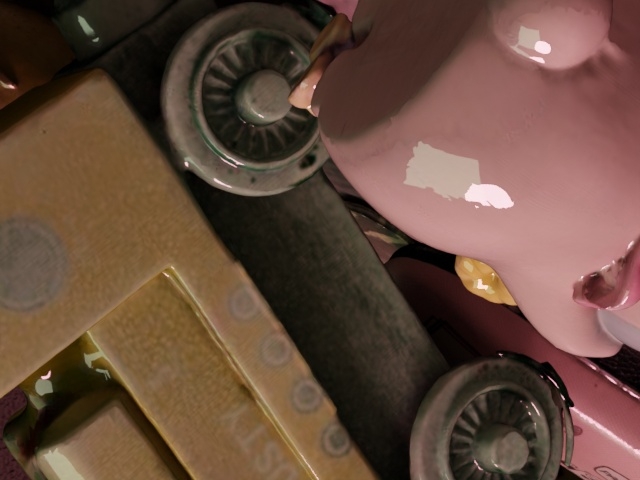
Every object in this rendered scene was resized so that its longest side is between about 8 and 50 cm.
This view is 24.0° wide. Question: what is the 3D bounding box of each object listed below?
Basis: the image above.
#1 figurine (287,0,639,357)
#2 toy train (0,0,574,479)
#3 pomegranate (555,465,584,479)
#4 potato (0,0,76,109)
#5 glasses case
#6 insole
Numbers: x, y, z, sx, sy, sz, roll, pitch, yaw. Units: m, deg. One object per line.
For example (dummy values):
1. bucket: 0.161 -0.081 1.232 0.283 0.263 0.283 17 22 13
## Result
1. figurine: 0.116 -0.012 0.543 0.235 0.127 0.155 35 147 -22
2. toy train: -0.051 0.063 0.746 0.397 0.253 0.160 57 158 -16
3. pomegranate: 0.099 0.240 1.154 0.254 0.270 0.254 54 -174 -8
4. potato: -0.179 -0.055 0.940 0.228 0.148 0.197 13 146 18
5. glasses case: 0.168 0.100 0.891 0.314 0.075 0.122 34 163 -3
6. insole: 0.000 0.000 1.037 0.081 0.011 0.248 33 165 -15
